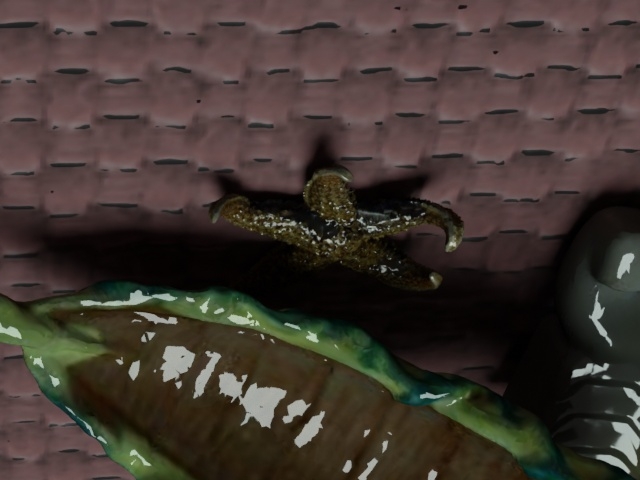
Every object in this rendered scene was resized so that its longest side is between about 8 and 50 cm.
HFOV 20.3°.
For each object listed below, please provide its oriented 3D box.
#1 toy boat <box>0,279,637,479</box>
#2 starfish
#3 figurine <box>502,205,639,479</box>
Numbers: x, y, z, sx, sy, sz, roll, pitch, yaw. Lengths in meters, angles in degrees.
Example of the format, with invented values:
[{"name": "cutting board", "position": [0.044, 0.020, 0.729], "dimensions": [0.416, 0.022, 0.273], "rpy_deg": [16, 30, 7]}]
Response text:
[{"name": "toy boat", "position": [0.020, 0.088, 0.608], "dimensions": [0.293, 0.099, 0.108], "rpy_deg": [31, 104, 3]}, {"name": "starfish", "position": [0.000, 0.000, 0.615], "dimensions": [0.091, 0.028, 0.078], "rpy_deg": [17, 136, -27]}, {"name": "figurine", "position": [0.159, 0.146, 0.710], "dimensions": [0.285, 0.167, 0.342], "rpy_deg": [-23, 133, 16]}]
